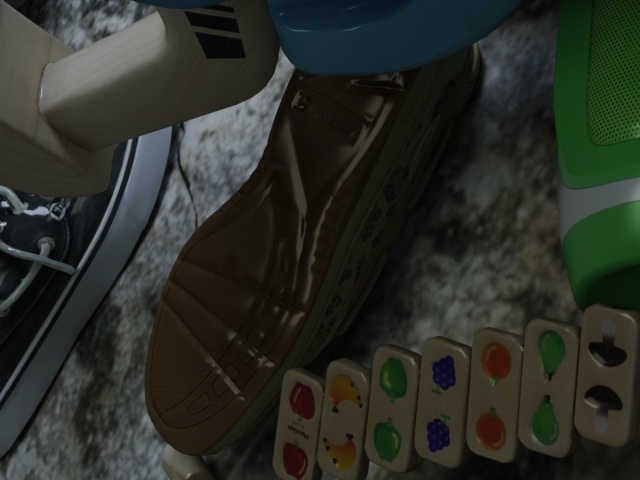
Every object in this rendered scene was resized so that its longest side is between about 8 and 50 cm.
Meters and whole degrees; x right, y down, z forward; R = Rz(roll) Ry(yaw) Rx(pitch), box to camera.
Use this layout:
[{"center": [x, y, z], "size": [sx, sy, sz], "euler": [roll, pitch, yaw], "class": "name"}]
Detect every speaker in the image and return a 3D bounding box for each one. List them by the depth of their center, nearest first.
[{"center": [0.176, -0.109, 0.770], "size": [0.131, 0.131, 0.296], "euler": [-16, 58, 44], "class": "speaker"}]

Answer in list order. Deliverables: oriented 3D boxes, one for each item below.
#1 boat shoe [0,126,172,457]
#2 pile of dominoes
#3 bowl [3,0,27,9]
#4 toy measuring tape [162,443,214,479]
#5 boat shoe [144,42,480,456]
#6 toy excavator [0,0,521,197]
[{"center": [-0.210, 0.004, 1.175], "size": [0.306, 0.105, 0.113], "euler": [-58, 38, 8], "class": "boat shoe"}, {"center": [0.056, 0.141, 0.772], "size": [0.251, 0.040, 0.196], "euler": [-14, 86, 45], "class": "pile of dominoes"}, {"center": [-0.302, -0.266, 1.396], "size": [0.289, 0.156, 0.289], "euler": [-26, 51, 38], "class": "bowl"}, {"center": [-0.191, 0.246, 1.011], "size": [0.330, 0.121, 0.121], "euler": [-56, 38, 10], "class": "toy measuring tape"}, {"center": [0.000, 0.000, 0.961], "size": [0.104, 0.089, 0.285], "euler": [41, 106, 36], "class": "boat shoe"}, {"center": [-0.039, -0.156, 0.832], "size": [0.433, 0.445, 0.222], "euler": [-1, 61, 12], "class": "toy excavator"}]
